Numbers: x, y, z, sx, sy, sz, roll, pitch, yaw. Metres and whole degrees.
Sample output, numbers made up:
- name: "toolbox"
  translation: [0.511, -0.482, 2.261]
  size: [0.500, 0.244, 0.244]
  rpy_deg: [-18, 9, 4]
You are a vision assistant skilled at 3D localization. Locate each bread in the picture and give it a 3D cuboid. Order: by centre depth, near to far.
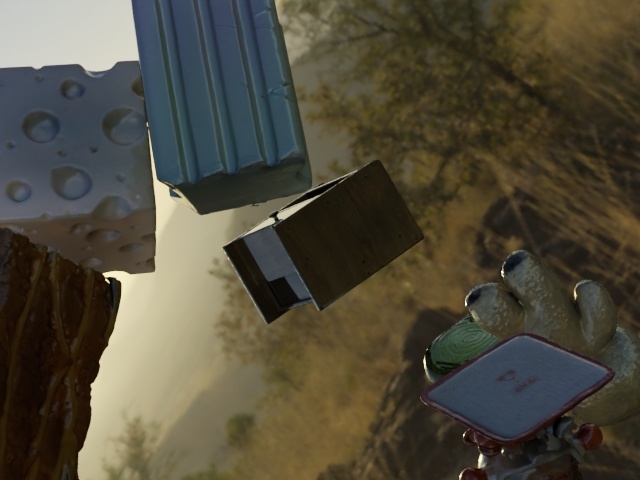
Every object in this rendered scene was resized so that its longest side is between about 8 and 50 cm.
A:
- name: "bread"
  translation: [-0.329, 0.145, 1.212]
  size: [0.114, 0.185, 0.274]
  rpy_deg: [-10, 61, 38]

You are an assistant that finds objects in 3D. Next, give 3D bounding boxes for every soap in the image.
- name: "soap"
  translation: [-0.120, -0.186, 1.328]
  size: [0.095, 0.173, 0.289]
  rpy_deg: [72, -174, -68]

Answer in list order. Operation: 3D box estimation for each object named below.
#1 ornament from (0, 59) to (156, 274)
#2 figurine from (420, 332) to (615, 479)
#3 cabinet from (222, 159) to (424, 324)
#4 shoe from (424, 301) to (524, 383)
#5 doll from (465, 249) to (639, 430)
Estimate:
- name: "ornament"
  translation: [-0.366, -0.093, 1.611]
  size: [0.239, 0.240, 0.239]
  rpy_deg: [111, 152, -66]
- name: "figurine"
  translation: [0.244, 0.262, 1.334]
  size: [0.183, 0.226, 0.160]
  rpy_deg: [-26, 30, -28]
- name: "cabinet"
  translation: [0.000, 0.000, 1.660]
  size: [0.215, 0.148, 0.175]
  rpy_deg: [-34, 7, -30]
- name: "shoe"
  translation: [0.288, 0.183, 1.864]
  size: [0.140, 0.128, 0.262]
  rpy_deg: [-17, 18, 41]
- name: "doll"
  translation: [0.338, 0.131, 1.549]
  size: [0.149, 0.278, 0.175]
  rpy_deg: [-50, 7, -38]
